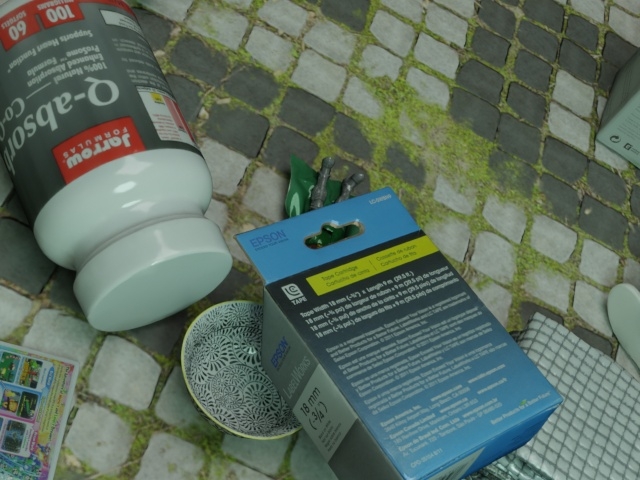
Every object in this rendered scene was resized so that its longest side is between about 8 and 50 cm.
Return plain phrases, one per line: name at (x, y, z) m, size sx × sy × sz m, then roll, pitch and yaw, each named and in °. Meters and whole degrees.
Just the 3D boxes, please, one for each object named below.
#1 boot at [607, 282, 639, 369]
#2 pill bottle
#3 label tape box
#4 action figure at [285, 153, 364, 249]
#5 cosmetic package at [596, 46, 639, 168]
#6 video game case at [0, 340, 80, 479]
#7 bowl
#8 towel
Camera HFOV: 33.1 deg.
boot at (0.487, 0.144, 1.553) m, size 0.086 × 0.069 × 0.190 m, roll -12°, pitch 73°, yaw -41°
pill bottle at (-0.248, -0.095, 1.230) m, size 0.210 × 0.210 × 0.363 m, roll -14°, pitch 66°, yaw -34°
label tape box at (0.070, 0.117, 1.209) m, size 0.240 × 0.106 × 0.334 m, roll -18°, pitch 59°, yaw -35°
action figure at (0.000, 0.000, 1.396) m, size 0.137 × 0.063 × 0.232 m, roll 25°, pitch 54°, yaw -15°
cosmetic package at (0.622, -0.299, 1.703) m, size 0.156 × 0.385 × 0.217 m, roll 33°, pitch 50°, yaw -4°
video game case at (-0.337, 0.179, 1.125) m, size 0.143 × 0.019 × 0.157 m, roll 18°, pitch 52°, yaw -16°
bowl at (-0.088, 0.161, 1.226) m, size 0.170 × 0.080 × 0.170 m, roll 13°, pitch 54°, yaw -19°
towel at (0.328, 0.260, 1.354) m, size 0.283 × 0.121 × 0.235 m, roll 35°, pitch 48°, yaw 0°
